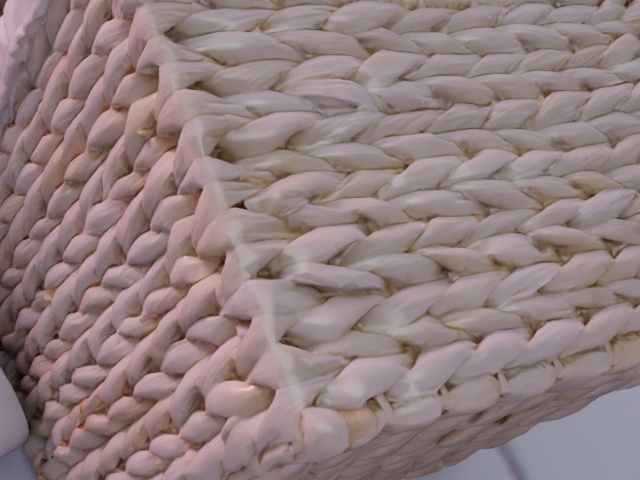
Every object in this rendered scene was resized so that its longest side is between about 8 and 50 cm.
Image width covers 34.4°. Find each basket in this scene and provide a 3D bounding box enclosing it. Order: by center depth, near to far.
[{"bbox_3d":[0.000,0.000,0.577,0.328,0.331,0.266,-8,71,-34],"label":"basket"}]

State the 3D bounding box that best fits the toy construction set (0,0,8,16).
[{"bbox_3d":[-0.260,-0.235,0.564,0.309,0.237,0.257,9,47,9],"label":"toy construction set"}]

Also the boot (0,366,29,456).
[{"bbox_3d":[-0.278,0.039,0.553,0.123,0.095,0.258,-35,75,-32],"label":"boot"}]
